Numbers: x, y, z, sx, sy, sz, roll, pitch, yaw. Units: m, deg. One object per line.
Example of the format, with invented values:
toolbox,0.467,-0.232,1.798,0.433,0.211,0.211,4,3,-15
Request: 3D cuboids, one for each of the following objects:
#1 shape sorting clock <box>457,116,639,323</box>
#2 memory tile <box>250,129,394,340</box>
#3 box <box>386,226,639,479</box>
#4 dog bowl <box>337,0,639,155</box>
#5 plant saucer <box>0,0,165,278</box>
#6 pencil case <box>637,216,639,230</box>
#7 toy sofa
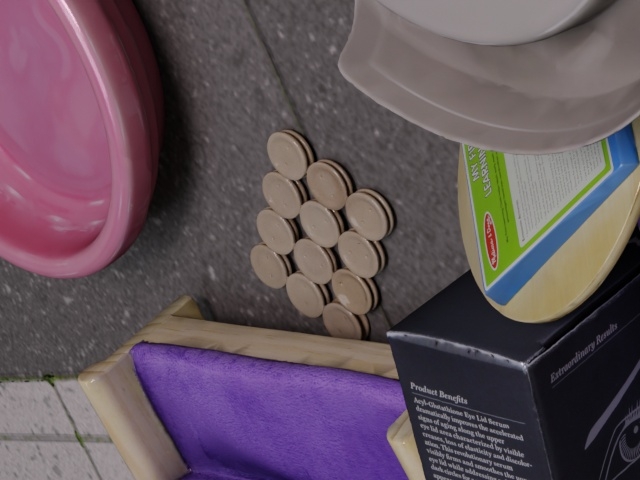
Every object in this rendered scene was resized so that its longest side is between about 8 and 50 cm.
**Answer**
shape sorting clock,0.127,-0.058,0.955,0.206,0.040,0.206,-36,48,54
memory tile,0.000,0.000,1.251,0.113,0.012,0.148,37,140,24
box,0.146,0.111,1.053,0.108,0.153,0.207,11,124,45
dog bowl,0.060,-0.213,0.795,0.348,0.102,0.349,36,146,29
plant saucer,-0.232,-0.132,1.353,0.332,0.084,0.332,29,136,33
pencil case,0.223,0.030,0.952,0.086,0.088,0.206,-15,106,31
toy sofa,-0.020,0.155,1.244,0.362,0.177,0.150,4,128,48
